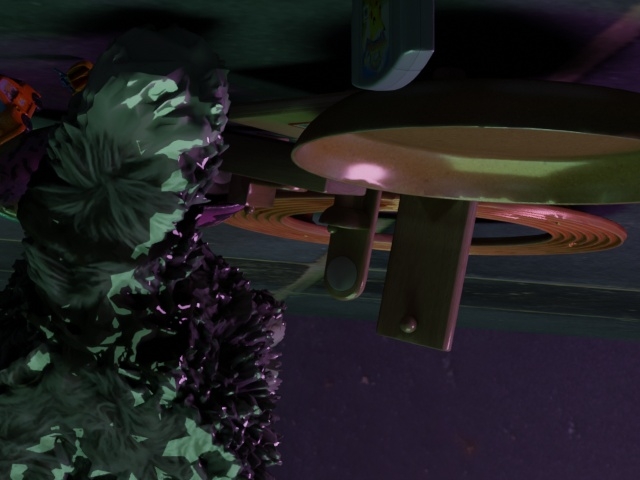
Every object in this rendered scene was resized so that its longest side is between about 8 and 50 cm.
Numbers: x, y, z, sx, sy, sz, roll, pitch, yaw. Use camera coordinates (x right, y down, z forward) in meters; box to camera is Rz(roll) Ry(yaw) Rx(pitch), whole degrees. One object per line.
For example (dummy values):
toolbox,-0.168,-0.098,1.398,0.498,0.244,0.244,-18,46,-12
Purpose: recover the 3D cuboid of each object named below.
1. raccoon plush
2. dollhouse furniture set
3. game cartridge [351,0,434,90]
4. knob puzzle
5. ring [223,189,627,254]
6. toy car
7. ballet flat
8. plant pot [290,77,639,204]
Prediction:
raccoon plush,-0.077,0.018,1.199,0.216,0.446,0.299,26,-145,-5
dollhouse furniture set,0.000,0.000,1.266,0.144,0.123,0.151,13,-174,31
game cartridge,0.030,-0.094,0.837,0.017,0.056,0.083,-2,175,-16
knob puzzle,0.075,-0.073,1.116,0.213,0.030,0.213,4,173,0
ring,0.080,-0.022,1.562,0.337,0.032,0.336,5,173,1
toy car,-0.167,-0.093,1.146,0.122,0.060,0.040,-21,116,34
ballet flat,-0.128,-0.049,1.321,0.221,0.077,0.079,4,157,-45
plant pot,0.103,-0.052,1.016,0.236,0.032,0.236,4,172,1
